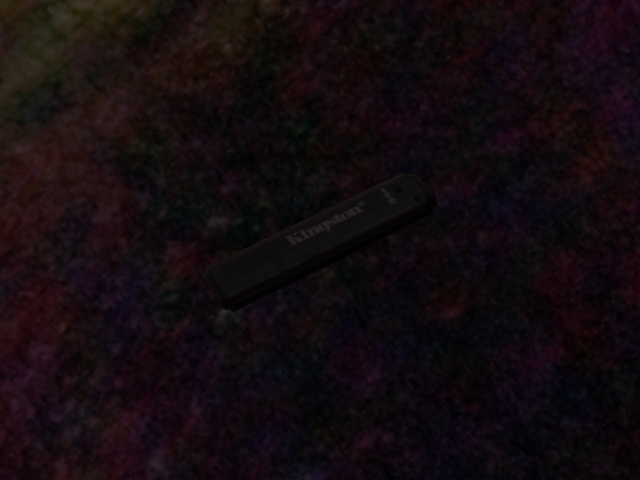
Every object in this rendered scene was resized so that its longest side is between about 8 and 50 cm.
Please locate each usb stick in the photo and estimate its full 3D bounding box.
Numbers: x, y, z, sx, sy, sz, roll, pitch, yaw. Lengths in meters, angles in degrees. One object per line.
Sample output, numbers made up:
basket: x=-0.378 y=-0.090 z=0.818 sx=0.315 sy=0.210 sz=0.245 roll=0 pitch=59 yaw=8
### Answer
usb stick: x=0.000 y=0.000 z=1.215 sx=0.278 sy=0.045 sz=0.077 roll=-26 pitch=32 yaw=-12
